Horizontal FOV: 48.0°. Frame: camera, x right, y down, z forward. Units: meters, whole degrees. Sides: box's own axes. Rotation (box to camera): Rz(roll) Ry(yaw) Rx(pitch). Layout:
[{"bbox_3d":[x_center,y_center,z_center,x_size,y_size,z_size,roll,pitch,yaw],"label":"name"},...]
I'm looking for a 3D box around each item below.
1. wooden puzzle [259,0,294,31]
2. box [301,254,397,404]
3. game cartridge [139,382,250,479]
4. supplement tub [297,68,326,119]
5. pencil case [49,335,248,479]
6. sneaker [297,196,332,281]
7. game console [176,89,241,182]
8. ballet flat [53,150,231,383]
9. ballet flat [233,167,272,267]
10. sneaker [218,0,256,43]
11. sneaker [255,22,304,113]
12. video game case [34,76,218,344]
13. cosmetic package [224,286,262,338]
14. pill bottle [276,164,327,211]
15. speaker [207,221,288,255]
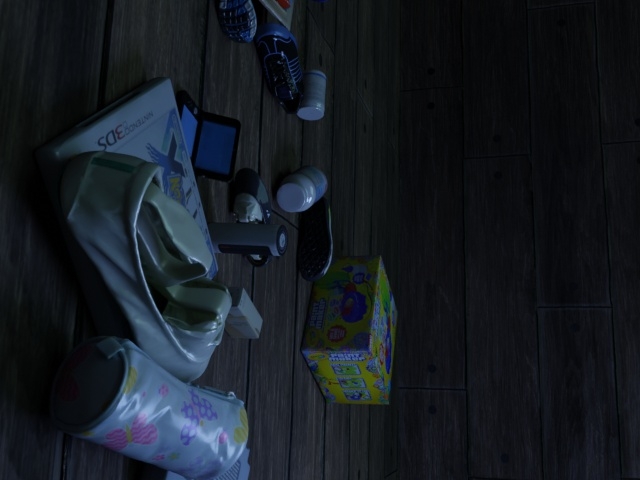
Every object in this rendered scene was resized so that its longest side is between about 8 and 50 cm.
[{"bbox_3d":[-0.105,-0.578,1.465,0.238,0.044,0.221,43,46,-50],"label":"wooden puzzle"},{"bbox_3d":[0.085,0.237,1.890,0.279,0.177,0.290,68,25,-48],"label":"box"},{"bbox_3d":[-0.190,0.368,1.126,0.297,0.062,0.198,69,29,-49],"label":"game cartridge"},{"bbox_3d":[-0.022,-0.358,1.765,0.071,0.071,0.107,51,40,-65],"label":"supplement tub"},{"bbox_3d":[-0.201,0.214,0.892,0.113,0.124,0.273,50,4,40],"label":"pencil case"},{"bbox_3d":[0.000,0.000,1.779,0.097,0.084,0.235,61,31,-60],"label":"sneaker"},{"bbox_3d":[-0.186,-0.169,1.164,0.107,0.071,0.122,58,33,-61],"label":"game console"},{"bbox_3d":[-0.186,0.056,0.898,0.400,0.139,0.139,72,23,-43],"label":"ballet flat"},{"bbox_3d":[-0.128,-0.036,1.363,0.074,0.074,0.203,-66,152,-57],"label":"ballet flat"},{"bbox_3d":[-0.156,-0.457,1.311,0.083,0.071,0.191,-81,162,-51],"label":"sneaker"},{"bbox_3d":[-0.081,-0.363,1.538,0.232,0.081,0.090,58,27,-63],"label":"sneaker"},{"bbox_3d":[-0.244,-0.025,0.994,0.300,0.036,0.329,-61,146,-58],"label":"video game case"},{"bbox_3d":[-0.150,0.130,1.281,0.115,0.060,0.041,66,28,-50],"label":"cosmetic package"},{"bbox_3d":[-0.044,-0.115,1.629,0.160,0.087,0.087,-47,133,-67],"label":"pill bottle"},{"bbox_3d":[-0.128,-0.003,1.232,0.055,0.136,0.055,3,90,-72],"label":"speaker"}]
